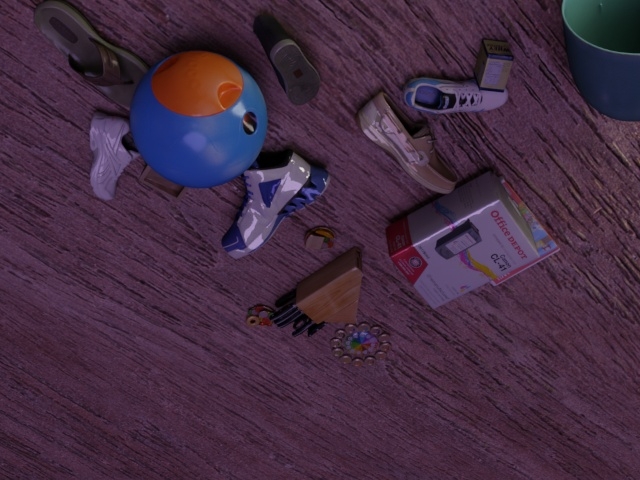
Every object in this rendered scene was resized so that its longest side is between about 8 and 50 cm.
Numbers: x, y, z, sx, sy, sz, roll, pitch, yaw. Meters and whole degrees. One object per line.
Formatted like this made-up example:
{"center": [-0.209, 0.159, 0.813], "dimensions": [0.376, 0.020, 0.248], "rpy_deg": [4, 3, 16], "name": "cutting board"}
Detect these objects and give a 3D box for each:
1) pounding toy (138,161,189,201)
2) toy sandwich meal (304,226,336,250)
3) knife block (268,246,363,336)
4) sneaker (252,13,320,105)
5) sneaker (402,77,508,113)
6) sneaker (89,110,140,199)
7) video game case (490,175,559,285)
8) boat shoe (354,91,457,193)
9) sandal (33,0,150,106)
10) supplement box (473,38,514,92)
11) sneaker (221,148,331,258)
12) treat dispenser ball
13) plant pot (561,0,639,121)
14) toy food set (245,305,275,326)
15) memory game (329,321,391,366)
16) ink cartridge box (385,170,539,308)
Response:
{"center": [-0.358, -0.192, 1.750], "dimensions": [0.141, 0.100, 0.130], "rpy_deg": [29, 137, -17], "name": "pounding toy"}
{"center": [0.000, 0.000, 1.924], "dimensions": [0.085, 0.029, 0.086], "rpy_deg": [0, 128, 0], "name": "toy sandwich meal"}
{"center": [-0.016, 0.143, 1.999], "dimensions": [0.241, 0.088, 0.276], "rpy_deg": [3, 128, -3], "name": "knife block"}
{"center": [-0.070, -0.392, 1.600], "dimensions": [0.083, 0.118, 0.222], "rpy_deg": [-30, 153, 0], "name": "sneaker"}
{"center": [0.301, -0.315, 1.641], "dimensions": [0.237, 0.086, 0.085], "rpy_deg": [1, 127, -2], "name": "sneaker"}
{"center": [-0.484, -0.189, 1.748], "dimensions": [0.115, 0.090, 0.232], "rpy_deg": [5, 129, -7], "name": "sneaker"}
{"center": [0.458, -0.017, 1.910], "dimensions": [0.204, 0.025, 0.285], "rpy_deg": [-33, 121, 23], "name": "video game case"}
{"center": [0.219, -0.222, 1.704], "dimensions": [0.302, 0.109, 0.098], "rpy_deg": [38, 121, -19], "name": "boat shoe"}
{"center": [-0.491, -0.385, 1.593], "dimensions": [0.302, 0.086, 0.120], "rpy_deg": [37, 120, -25], "name": "sandal"}
{"center": [0.372, -0.377, 1.592], "dimensions": [0.056, 0.083, 0.083], "rpy_deg": [5, 129, -4], "name": "supplement box"}
{"center": [-0.147, -0.118, 1.788], "dimensions": [0.315, 0.127, 0.182], "rpy_deg": [-40, 114, 19], "name": "sneaker"}
{"center": [-0.256, -0.254, 1.565], "dimensions": [0.288, 0.288, 0.288], "rpy_deg": [0, 128, 0], "name": "treat dispenser ball"}
{"center": [0.631, -0.380, 1.472], "dimensions": [0.292, 0.293, 0.235], "rpy_deg": [-11, 142, 9], "name": "plant pot"}
{"center": [-0.168, 0.217, 2.101], "dimensions": [0.083, 0.020, 0.083], "rpy_deg": [13, 127, -9], "name": "toy food set"}
{"center": [0.119, 0.309, 2.175], "dimensions": [0.186, 0.012, 0.186], "rpy_deg": [0, 128, 0], "name": "memory game"}
{"center": [0.348, 0.004, 1.830], "dimensions": [0.306, 0.131, 0.226], "rpy_deg": [-29, 122, 23], "name": "ink cartridge box"}
